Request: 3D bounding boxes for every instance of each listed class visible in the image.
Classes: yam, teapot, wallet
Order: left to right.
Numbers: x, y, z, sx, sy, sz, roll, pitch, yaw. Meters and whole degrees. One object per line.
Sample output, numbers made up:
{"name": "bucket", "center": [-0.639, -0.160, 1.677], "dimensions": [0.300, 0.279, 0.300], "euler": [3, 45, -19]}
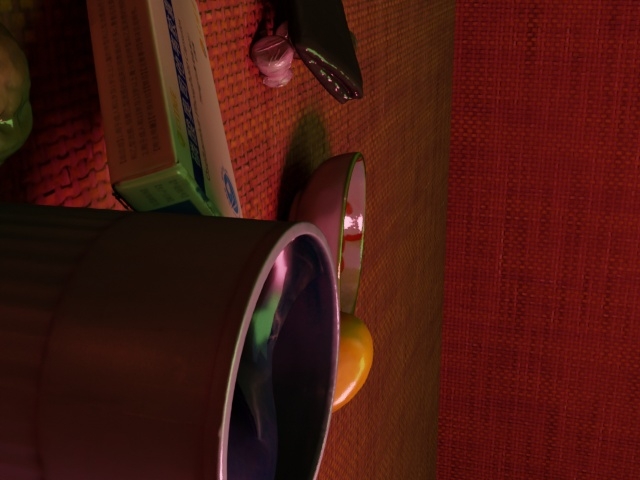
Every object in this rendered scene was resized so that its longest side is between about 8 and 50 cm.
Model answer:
{"name": "teapot", "center": [-0.073, -0.277, 1.328], "dimensions": [0.064, 0.064, 0.083], "euler": [81, -10, -59]}
{"name": "wallet", "center": [-0.003, -0.342, 1.361], "dimensions": [0.168, 0.052, 0.245], "euler": [35, 38, -47]}
{"name": "yam", "center": [-0.002, -0.344, 1.513], "dimensions": [0.317, 0.067, 0.071], "euler": [-26, 122, -69]}

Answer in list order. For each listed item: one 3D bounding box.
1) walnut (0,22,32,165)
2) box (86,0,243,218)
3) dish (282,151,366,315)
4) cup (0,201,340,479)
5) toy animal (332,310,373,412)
{"name": "walnut", "center": [-0.272, -0.096, 0.597], "dimensions": [0.162, 0.140, 0.140], "euler": [-84, 172, -63]}
{"name": "box", "center": [-0.154, -0.157, 0.850], "dimensions": [0.200, 0.065, 0.344], "euler": [61, 14, -63]}
{"name": "dish", "center": [0.000, 0.000, 1.547], "dimensions": [0.324, 0.124, 0.324], "euler": [5, 90, -81]}
{"name": "cup", "center": [-0.158, 0.082, 0.722], "dimensions": [0.331, 0.311, 0.257], "euler": [-59, 150, -56]}
{"name": "toy animal", "center": [-0.121, 0.120, 1.071], "dimensions": [0.247, 0.345, 0.277], "euler": [54, 10, -16]}
